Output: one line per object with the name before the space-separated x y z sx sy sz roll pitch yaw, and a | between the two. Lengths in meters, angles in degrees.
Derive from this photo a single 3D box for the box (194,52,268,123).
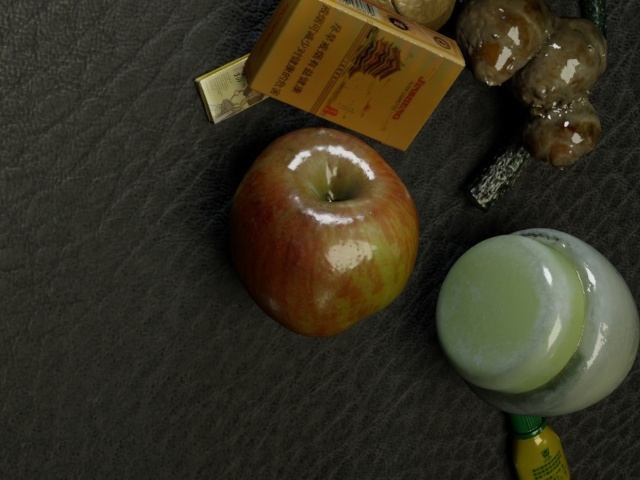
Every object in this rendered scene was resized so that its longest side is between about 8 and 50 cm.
box | -0.112 -0.237 1.692 0.149 0.020 0.073 -31 120 -21

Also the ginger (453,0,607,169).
ginger | 0.340 -0.310 1.858 0.375 0.176 0.256 42 62 -27

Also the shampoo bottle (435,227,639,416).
shampoo bottle | 0.382 0.144 1.959 0.317 0.322 0.323 15 98 -43

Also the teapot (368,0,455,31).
teapot | 0.129 -0.403 1.701 0.203 0.167 0.311 -15 113 -28

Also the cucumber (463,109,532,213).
cucumber | 0.357 -0.177 1.991 0.294 0.067 0.067 -52 126 -7

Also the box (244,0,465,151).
box | 0.049 -0.257 1.656 0.274 0.076 0.174 19 125 -24

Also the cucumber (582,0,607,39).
cucumber | 0.476 -0.441 1.989 0.043 0.044 0.257 -22 119 -13

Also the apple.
apple | 0.000 0.000 1.700 0.301 0.301 0.302 -11 112 -30

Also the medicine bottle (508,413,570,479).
medicine bottle | 0.414 0.387 2.215 0.111 0.076 0.309 -34 122 -22
